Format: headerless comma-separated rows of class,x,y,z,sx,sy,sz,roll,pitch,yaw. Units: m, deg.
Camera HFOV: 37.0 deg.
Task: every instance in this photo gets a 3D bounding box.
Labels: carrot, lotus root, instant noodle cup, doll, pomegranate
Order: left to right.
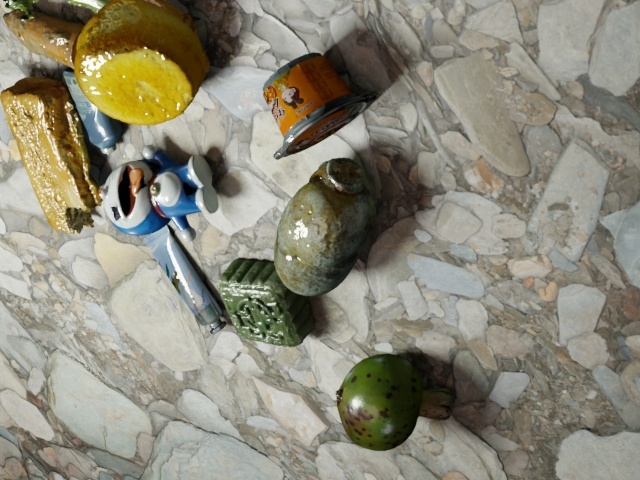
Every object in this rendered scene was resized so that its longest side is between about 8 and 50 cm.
carrot,-0.567,-0.429,1.973,0.263,0.102,0.102,26,133,26
doll,-0.340,-0.093,2.006,0.256,0.161,0.215,-13,86,28
instant noodle cup,-0.021,-0.247,1.672,0.125,0.208,0.177,58,166,4
lotus root,0.001,0.002,1.831,0.175,0.175,0.349,32,138,11
pomegranate,0.152,0.334,1.975,0.247,0.202,0.202,9,132,-6

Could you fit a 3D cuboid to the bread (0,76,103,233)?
bread,-0.578,-0.181,2.139,0.185,0.109,0.380,11,128,31

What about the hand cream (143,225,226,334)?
hand cream,-0.308,0.094,2.199,0.091,0.058,0.271,-27,99,40

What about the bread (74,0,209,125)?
bread,-0.338,-0.331,1.807,0.268,0.146,0.268,5,144,4

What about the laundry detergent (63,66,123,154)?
laundry detergent,-0.476,-0.273,2.033,0.096,0.061,0.206,6,125,31

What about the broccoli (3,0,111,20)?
broccoli,-0.481,-0.492,1.845,0.304,0.145,0.165,25,123,3

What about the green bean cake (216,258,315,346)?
green bean cake,-0.119,0.140,2.076,0.183,0.094,0.185,3,128,32
